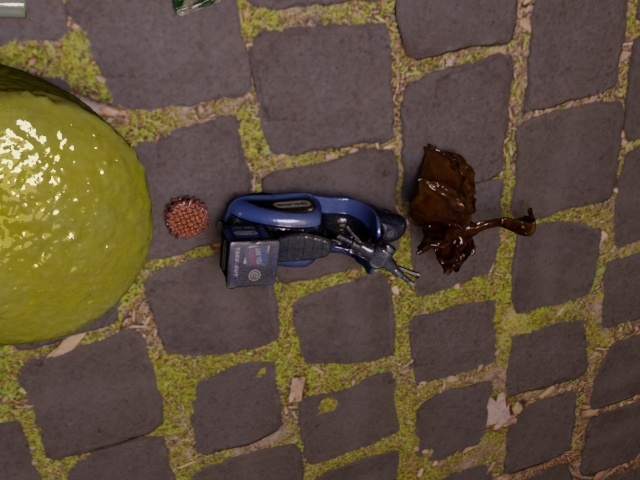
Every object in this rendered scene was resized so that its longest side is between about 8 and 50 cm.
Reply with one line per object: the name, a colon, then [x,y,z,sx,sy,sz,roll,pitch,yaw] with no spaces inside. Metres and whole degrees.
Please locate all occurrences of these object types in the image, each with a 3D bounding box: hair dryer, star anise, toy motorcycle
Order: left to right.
hair dryer: [-0.432,-0.364,0.992,0.063,0.038,0.124,-4,111,-21]
toy motorcycle: [0.000,0.000,1.250,0.359,0.212,0.125,-3,117,-20]
star anise: [0.271,-0.053,1.354,0.346,0.148,0.237,11,70,-35]

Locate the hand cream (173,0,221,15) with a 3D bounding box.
hand cream: [-0.204,-0.453,1.018,0.095,0.059,0.276,-23,128,-6]

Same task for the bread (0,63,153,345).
bread: [-0.418,-0.058,0.999,0.348,0.308,0.348,-11,118,-22]

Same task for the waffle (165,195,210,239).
waffle: [-0.226,-0.037,1.252,0.075,0.029,0.083,-16,125,-9]
